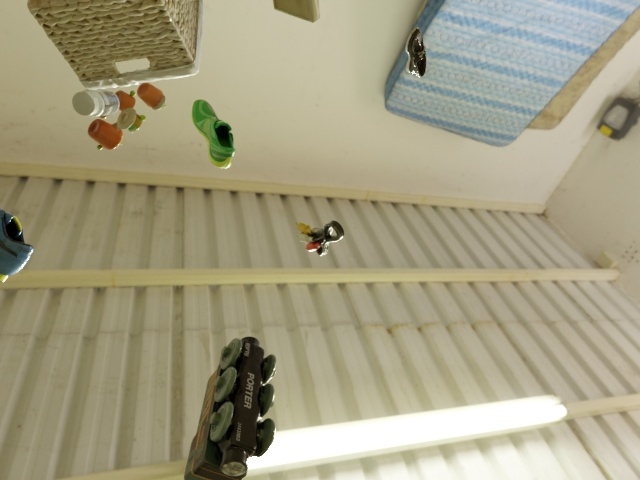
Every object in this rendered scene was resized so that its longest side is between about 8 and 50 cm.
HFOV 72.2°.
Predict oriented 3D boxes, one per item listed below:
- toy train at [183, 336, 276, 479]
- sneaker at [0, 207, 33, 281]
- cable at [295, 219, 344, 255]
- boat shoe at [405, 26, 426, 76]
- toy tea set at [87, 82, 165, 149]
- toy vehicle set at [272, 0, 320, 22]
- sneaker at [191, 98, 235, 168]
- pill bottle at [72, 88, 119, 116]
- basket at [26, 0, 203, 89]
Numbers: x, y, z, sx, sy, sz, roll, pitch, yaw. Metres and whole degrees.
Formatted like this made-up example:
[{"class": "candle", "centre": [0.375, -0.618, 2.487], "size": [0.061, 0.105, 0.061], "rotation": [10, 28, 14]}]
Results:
[{"class": "toy train", "centre": [-0.194, 0.365, 0.958], "size": [0.142, 0.190, 0.333], "rotation": [31, -155, -21]}, {"class": "sneaker", "centre": [-0.527, -0.028, 0.706], "size": [0.082, 0.069, 0.209], "rotation": [-44, -112, -6]}, {"class": "cable", "centre": [0.000, 0.000, 1.459], "size": [0.072, 0.139, 0.287], "rotation": [-28, -167, -18]}, {"class": "boat shoe", "centre": [0.207, -0.396, 0.933], "size": [0.038, 0.125, 0.046], "rotation": [40, -100, 20]}, {"class": "toy tea set", "centre": [-0.700, -0.448, 1.605], "size": [0.336, 0.124, 0.199], "rotation": [-7, -110, 23]}, {"class": "toy vehicle set", "centre": [-0.084, -0.782, 1.260], "size": [0.166, 0.266, 0.035], "rotation": [33, -117, 25]}, {"class": "sneaker", "centre": [-0.374, -0.403, 1.596], "size": [0.110, 0.123, 0.295], "rotation": [-8, -116, -47]}, {"class": "pill bottle", "centre": [-0.654, -0.400, 1.279], "size": [0.078, 0.078, 0.137], "rotation": [16, -160, -3]}, {"class": "basket", "centre": [-0.497, -0.605, 1.110], "size": [0.329, 0.266, 0.331], "rotation": [-6, -111, 5]}]
